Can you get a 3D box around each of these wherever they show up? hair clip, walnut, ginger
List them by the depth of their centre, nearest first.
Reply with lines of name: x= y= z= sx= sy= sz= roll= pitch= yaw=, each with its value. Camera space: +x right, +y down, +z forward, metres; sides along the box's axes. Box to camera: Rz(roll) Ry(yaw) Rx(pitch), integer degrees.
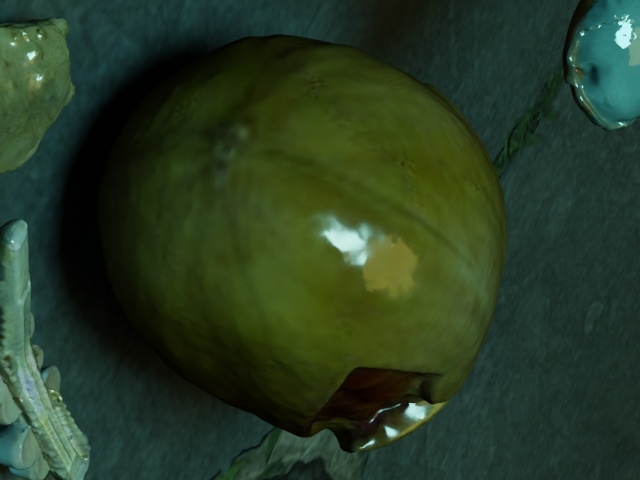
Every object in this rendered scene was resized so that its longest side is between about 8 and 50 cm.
ginger: x=-0.166 y=-0.060 z=0.833 sx=0.173 sy=0.051 sz=0.069 roll=-13 pitch=117 yaw=-58
hair clip: x=-0.152 y=0.054 z=0.941 sx=0.214 sy=0.056 sz=0.062 roll=86 pitch=21 yaw=-52
walnut: x=0.000 y=0.000 z=1.013 sx=0.203 sy=0.203 sz=0.298 roll=-64 pitch=167 yaw=-5

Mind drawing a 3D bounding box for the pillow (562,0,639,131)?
pillow: x=0.147 y=-0.182 z=0.924 sx=0.233 sy=0.086 sz=0.214 roll=42 pitch=75 yaw=-40
